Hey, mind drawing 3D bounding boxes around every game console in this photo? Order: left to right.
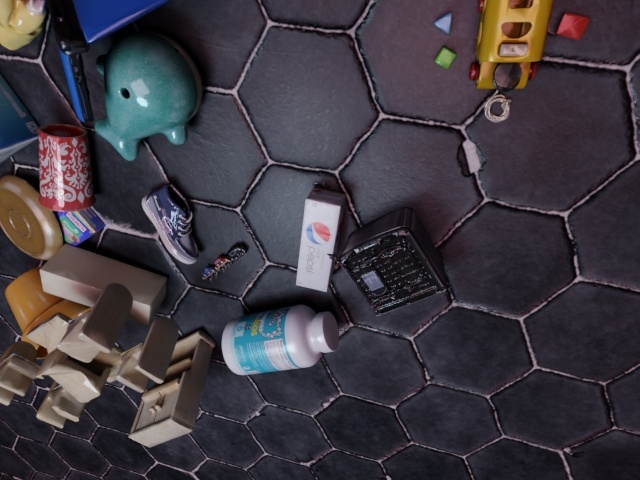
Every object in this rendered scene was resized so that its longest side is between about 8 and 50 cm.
[{"bbox_3d":[-0.357,-0.391,0.700,0.293,0.173,0.250,66,153,21],"label":"game console"}]

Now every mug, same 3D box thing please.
[{"bbox_3d":[-0.585,-0.169,0.937,0.150,0.113,0.169,17,119,3],"label":"mug"}]

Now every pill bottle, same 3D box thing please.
[{"bbox_3d":[-0.093,0.237,1.013,0.264,0.146,0.146,-14,115,21],"label":"pill bottle"}]

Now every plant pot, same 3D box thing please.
[{"bbox_3d":[-0.753,-0.049,1.069,0.236,0.032,0.236,13,121,23],"label":"plant pot"},{"bbox_3d":[-0.730,0.179,1.138,0.188,0.205,0.205,46,122,5],"label":"plant pot"}]

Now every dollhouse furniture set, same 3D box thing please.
[{"bbox_3d":[-0.472,0.278,1.014,0.362,0.256,0.394,-28,124,22],"label":"dollhouse furniture set"}]

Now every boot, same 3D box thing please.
[{"bbox_3d":[-0.324,-0.035,0.963,0.086,0.069,0.190,-23,109,29],"label":"boot"}]

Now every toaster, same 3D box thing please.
[{"bbox_3d":[0.140,0.040,0.856,0.168,0.110,0.186,-27,109,26],"label":"toaster"}]

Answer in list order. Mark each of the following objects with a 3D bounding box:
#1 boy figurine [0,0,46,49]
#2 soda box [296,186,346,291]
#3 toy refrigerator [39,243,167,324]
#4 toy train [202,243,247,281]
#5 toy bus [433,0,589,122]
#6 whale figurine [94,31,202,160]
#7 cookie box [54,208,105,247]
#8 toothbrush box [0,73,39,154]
[{"bbox_3d":[-0.544,-0.421,0.707,0.177,0.092,0.285,23,166,-8],"label":"boy figurine"},{"bbox_3d":[0.000,0.000,0.896,0.073,0.069,0.216,13,123,8],"label":"soda box"},{"bbox_3d":[-0.543,0.114,1.068,0.269,0.102,0.094,19,130,-5],"label":"toy refrigerator"},{"bbox_3d":[-0.237,0.054,1.017,0.158,0.027,0.036,-36,102,29],"label":"toy train"},{"bbox_3d":[0.282,-0.295,0.626,0.202,0.104,0.191,43,121,-10],"label":"toy bus"},{"bbox_3d":[-0.351,-0.259,0.800,0.272,0.141,0.216,-36,105,29],"label":"whale figurine"},{"bbox_3d":[-0.613,-0.043,1.056,0.107,0.040,0.092,-26,109,27],"label":"cookie box"},{"bbox_3d":[-0.801,-0.305,0.908,0.216,0.126,0.296,-18,112,24],"label":"toothbrush box"}]
